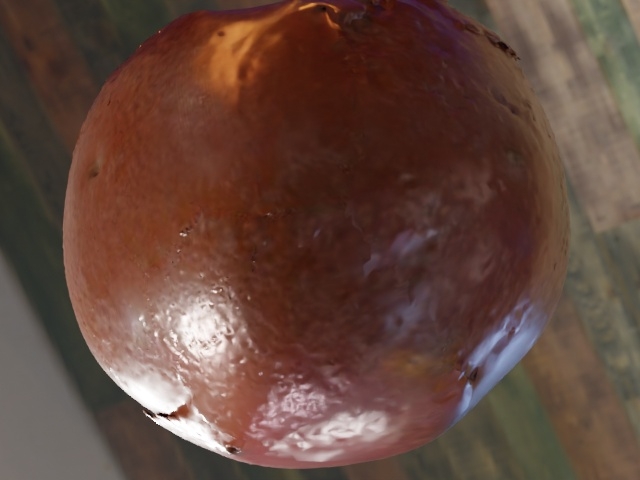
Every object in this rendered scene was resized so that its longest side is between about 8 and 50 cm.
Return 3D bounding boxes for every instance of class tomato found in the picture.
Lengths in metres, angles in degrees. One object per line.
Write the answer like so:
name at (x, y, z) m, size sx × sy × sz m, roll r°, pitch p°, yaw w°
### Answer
tomato at (0.000, 0.000, 0.674) m, size 0.208 × 0.208 × 0.185 m, roll 5°, pitch -101°, yaw -58°
